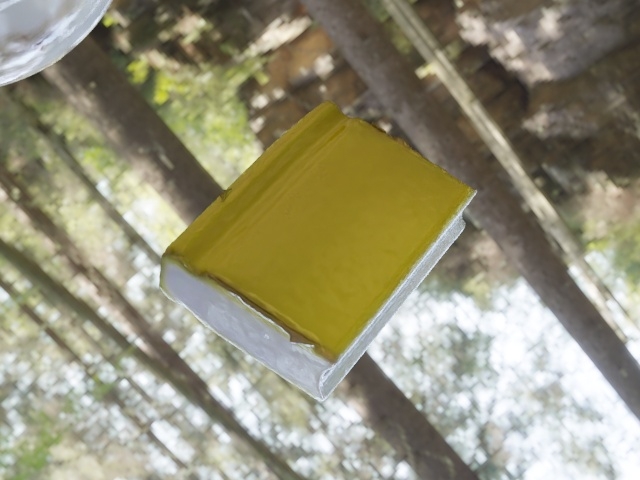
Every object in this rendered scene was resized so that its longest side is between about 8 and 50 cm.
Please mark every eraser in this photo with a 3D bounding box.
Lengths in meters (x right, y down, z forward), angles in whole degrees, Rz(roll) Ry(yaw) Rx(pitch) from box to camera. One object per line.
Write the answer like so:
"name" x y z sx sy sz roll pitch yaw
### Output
"eraser" 0.000 0.000 0.992 0.226 0.158 0.069 -48 166 -36

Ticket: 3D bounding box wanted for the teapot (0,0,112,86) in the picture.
"teapot" -0.215 -0.181 0.683 0.139 0.298 0.204 -168 -98 -71
